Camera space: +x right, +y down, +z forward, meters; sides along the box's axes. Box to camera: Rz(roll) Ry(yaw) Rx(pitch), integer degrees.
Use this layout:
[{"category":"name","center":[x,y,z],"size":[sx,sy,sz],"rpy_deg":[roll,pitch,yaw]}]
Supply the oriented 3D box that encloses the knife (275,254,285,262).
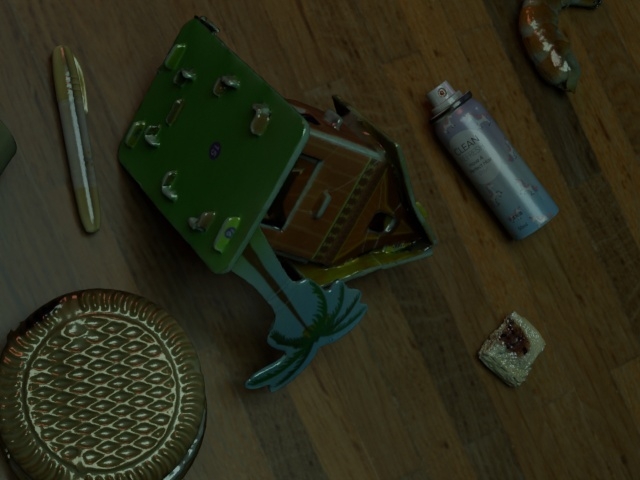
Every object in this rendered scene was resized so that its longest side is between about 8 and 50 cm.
[{"category":"knife","center":[0.001,-0.001,1.915],"size":[0.293,0.020,0.043],"rpy_deg":[-8,79,-24]}]

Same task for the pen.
[{"category":"pen","center":[-0.290,-0.123,1.822],"size":[0.040,0.032,0.233],"rpy_deg":[-4,80,-47]}]

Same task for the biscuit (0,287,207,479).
[{"category":"biscuit","center":[-0.249,0.183,1.715],"size":[0.259,0.079,0.259],"rpy_deg":[2,78,-7]}]

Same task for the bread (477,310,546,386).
[{"category":"bread","center":[0.252,0.143,1.974],"size":[0.070,0.035,0.083],"rpy_deg":[45,63,-8]}]

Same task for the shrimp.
[{"category":"shrimp","center":[0.351,-0.291,2.118],"size":[0.166,0.049,0.161],"rpy_deg":[-25,86,-33]}]

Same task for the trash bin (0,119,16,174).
[{"category":"trash bin","center":[-0.473,-0.078,1.648],"size":[0.247,0.121,0.243],"rpy_deg":[-60,140,-25]}]

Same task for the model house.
[{"category":"model house","center":[-0.055,-0.028,1.831],"size":[0.323,0.300,0.340],"rpy_deg":[17,109,-40]}]

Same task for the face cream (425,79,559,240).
[{"category":"face cream","center":[0.220,-0.110,2.000],"size":[0.075,0.075,0.229],"rpy_deg":[-39,93,-25]}]
